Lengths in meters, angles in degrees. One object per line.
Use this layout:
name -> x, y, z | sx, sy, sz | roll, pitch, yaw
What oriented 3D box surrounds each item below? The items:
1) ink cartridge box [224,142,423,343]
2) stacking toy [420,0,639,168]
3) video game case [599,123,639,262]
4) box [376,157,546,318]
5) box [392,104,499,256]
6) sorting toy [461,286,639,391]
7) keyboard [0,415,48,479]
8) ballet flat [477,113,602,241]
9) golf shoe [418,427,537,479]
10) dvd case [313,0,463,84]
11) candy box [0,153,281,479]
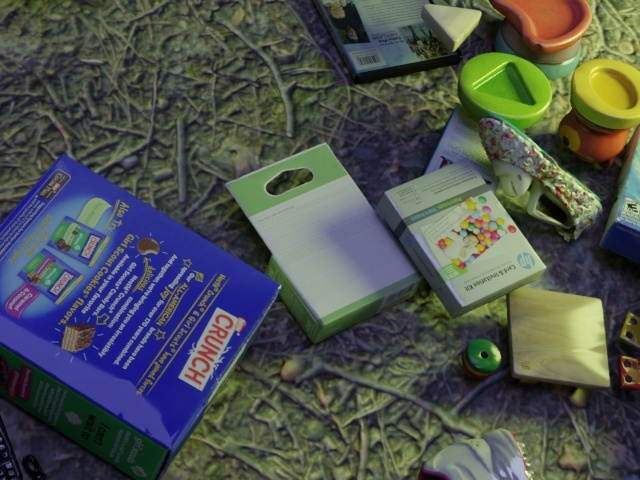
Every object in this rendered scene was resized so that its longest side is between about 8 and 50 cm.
ink cartridge box -> 0.000, 0.000, 1.872 | 0.171, 0.056, 0.235 | -24, 66, -29
stacking toy -> 0.295, -0.229, 2.080 | 0.279, 0.130, 0.309 | -9, 52, -19
video game case -> 0.548, -0.035, 2.025 | 0.269, 0.061, 0.244 | 23, 44, 3
box -> 0.181, -0.005, 1.866 | 0.145, 0.038, 0.186 | -22, 70, -28
box -> 0.182, -0.067, 1.965 | 0.100, 0.060, 0.244 | 28, 55, 0
sorting toy -> 0.313, 0.136, 1.888 | 0.274, 0.046, 0.132 | 8, 57, -12
keyboard -> -0.353, 0.276, 1.609 | 0.108, 0.023, 0.180 | -15, 65, -25
ballet flat -> 0.293, -0.077, 1.951 | 0.241, 0.091, 0.077 | 35, 78, -27
golf shoe -> 0.204, 0.372, 1.682 | 0.140, 0.115, 0.306 | -9, 55, -10
dvd case -> 0.082, -0.350, 2.135 | 0.180, 0.022, 0.253 | -14, 64, -25
candy box -> -0.250, 0.091, 1.696 | 0.317, 0.122, 0.268 | 31, 54, 4
